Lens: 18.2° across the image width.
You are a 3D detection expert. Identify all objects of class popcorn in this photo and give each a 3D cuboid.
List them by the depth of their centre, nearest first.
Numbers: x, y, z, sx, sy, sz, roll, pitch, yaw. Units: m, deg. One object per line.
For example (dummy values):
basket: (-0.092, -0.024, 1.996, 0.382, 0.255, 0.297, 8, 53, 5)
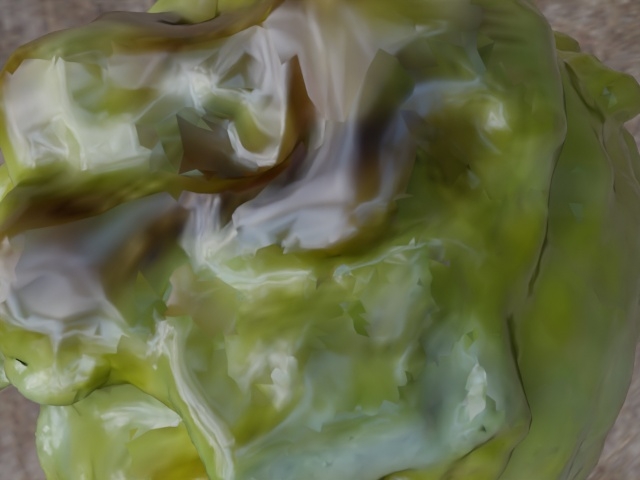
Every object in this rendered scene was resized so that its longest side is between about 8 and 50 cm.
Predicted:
popcorn: (-0.005, 0.010, 0.828, 0.312, 0.312, 0.312, 4, 101, 23)
